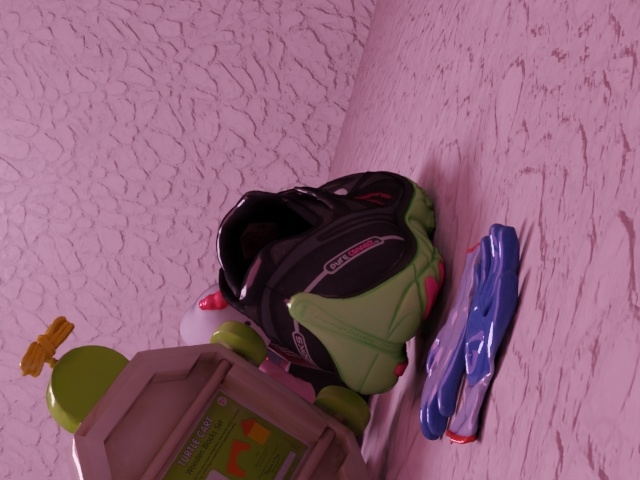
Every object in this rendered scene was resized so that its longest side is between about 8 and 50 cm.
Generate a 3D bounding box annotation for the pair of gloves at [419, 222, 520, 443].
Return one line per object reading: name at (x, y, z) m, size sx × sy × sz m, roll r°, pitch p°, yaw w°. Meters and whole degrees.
pair of gloves at (0.106, 0.071, 0.890) m, size 0.198 × 0.023 × 0.159 m, roll 137°, pitch 149°, yaw -81°

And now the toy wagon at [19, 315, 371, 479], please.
toy wagon at (-0.116, 0.191, 1.089) m, size 0.267 × 0.344 × 0.068 m, roll -56°, pitch -3°, yaw -42°

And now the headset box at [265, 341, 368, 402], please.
headset box at (-0.050, 0.238, 1.463) m, size 0.293 × 0.110 × 0.218 m, roll -166°, pitch 90°, yaw -71°

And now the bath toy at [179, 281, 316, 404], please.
bath toy at (-0.067, 0.193, 1.267) m, size 0.129 × 0.151 × 0.348 m, roll 84°, pitch 174°, yaw -68°

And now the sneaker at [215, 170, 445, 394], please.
sneaker at (0.000, 0.000, 1.237) m, size 0.483 × 0.202 × 0.185 m, roll -109°, pitch 45°, yaw -81°
